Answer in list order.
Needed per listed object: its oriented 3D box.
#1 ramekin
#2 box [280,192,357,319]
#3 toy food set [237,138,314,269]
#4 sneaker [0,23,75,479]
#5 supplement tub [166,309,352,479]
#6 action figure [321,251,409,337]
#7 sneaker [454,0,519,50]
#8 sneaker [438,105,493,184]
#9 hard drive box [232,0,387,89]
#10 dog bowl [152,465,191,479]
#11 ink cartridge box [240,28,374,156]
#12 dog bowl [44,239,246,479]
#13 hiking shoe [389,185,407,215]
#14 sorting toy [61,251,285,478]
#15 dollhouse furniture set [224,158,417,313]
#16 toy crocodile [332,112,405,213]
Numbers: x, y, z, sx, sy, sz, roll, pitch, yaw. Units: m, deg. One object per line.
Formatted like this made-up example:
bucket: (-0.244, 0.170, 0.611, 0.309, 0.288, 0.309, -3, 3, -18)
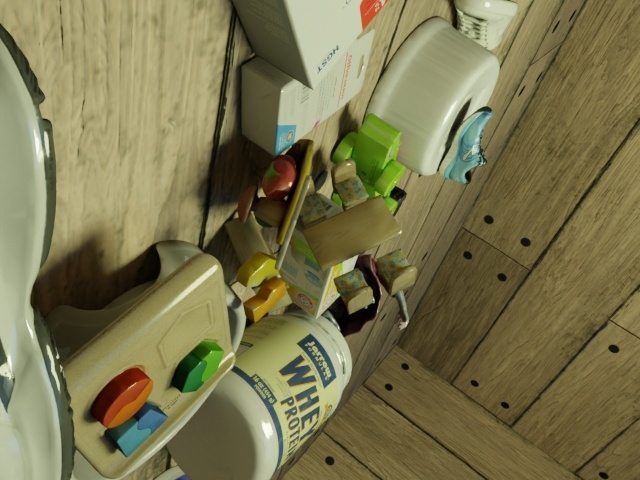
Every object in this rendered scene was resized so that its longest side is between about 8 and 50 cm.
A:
ramekin: (0.211, -0.255, 1.092, 0.277, 0.135, 0.277, -48, 162, -22)
box: (-0.004, 0.033, 1.089, 0.103, 0.114, 0.203, -42, 159, -36)
toy food set: (-0.060, -0.067, 0.748, 0.218, 0.071, 0.128, -89, -161, -68)
sneaker: (-0.313, 0.082, 0.362, 0.258, 0.169, 0.447, -24, 138, -44)
supplement tub: (-0.103, 0.275, 1.068, 0.325, 0.235, 0.235, -28, 148, -56)
action figure: (0.064, 0.104, 1.394, 0.370, 0.248, 0.275, -44, 120, -69)
sneaker: (0.306, -0.405, 1.111, 0.290, 0.106, 0.123, -24, 142, -61)
sneaker: (0.283, -0.172, 1.077, 0.063, 0.073, 0.162, -39, 156, -42)
hard drive box: (-0.005, -0.287, 0.547, 0.181, 0.089, 0.232, -52, 163, -8)
dog bowl: (-0.357, 0.630, 1.267, 0.265, 0.104, 0.264, -47, 161, -22)
ink cartridge box: (-0.016, -0.198, 0.723, 0.181, 0.062, 0.104, -43, 159, -33)
dog bowl: (-0.234, 0.170, 0.761, 0.348, 0.102, 0.348, -48, 162, -21)
hiking shoe: (0.122, -0.044, 1.321, 0.227, 0.086, 0.114, -36, 151, -49)
sorting toy: (-0.142, 0.119, 0.657, 0.307, 0.041, 0.229, -43, 154, -29)
dollhouse furniture set: (0.000, 0.000, 0.892, 0.242, 0.212, 0.161, -25, 159, -5)
toy crocodile: (0.095, -0.119, 1.074, 0.105, 0.115, 0.340, -51, 164, -20)
